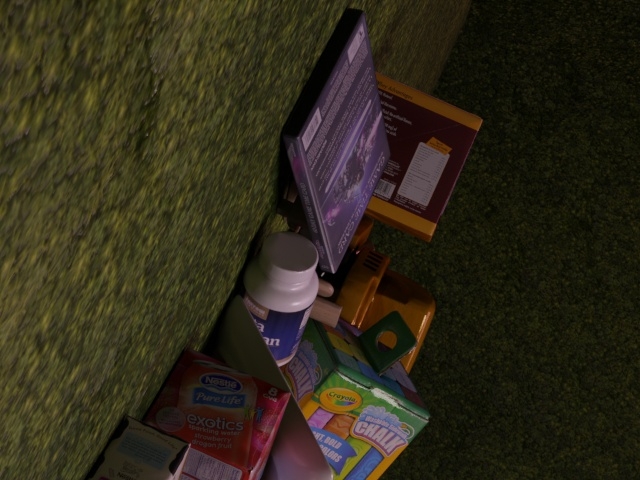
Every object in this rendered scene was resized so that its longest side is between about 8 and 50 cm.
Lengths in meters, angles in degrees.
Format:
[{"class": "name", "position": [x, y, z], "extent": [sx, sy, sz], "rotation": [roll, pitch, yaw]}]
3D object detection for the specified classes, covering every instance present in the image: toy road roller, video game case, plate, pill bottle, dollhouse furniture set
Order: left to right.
[{"class": "plate", "position": [-0.089, 0.255, 1.660], "extent": [0.045, 0.277, 0.278], "rotation": [-12, 142, -27]}, {"class": "pill bottle", "position": [-0.056, 0.071, 1.685], "extent": [0.094, 0.094, 0.169], "rotation": [-62, 173, -47]}, {"class": "dollhouse furniture set", "position": [0.000, 0.000, 1.779], "extent": [0.144, 0.123, 0.151], "rotation": [105, 10, -62]}, {"class": "video game case", "position": [0.025, -0.113, 1.638], "extent": [0.274, 0.026, 0.196], "rotation": [76, 35, -55]}, {"class": "toy road roller", "position": [0.050, 0.095, 2.086], "extent": [0.329, 0.241, 0.202], "rotation": [-50, 163, -74]}]

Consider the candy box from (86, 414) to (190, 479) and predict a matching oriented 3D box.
[{"class": "candy box", "position": [-0.206, 0.298, 1.247], "extent": [0.233, 0.071, 0.159], "rotation": [-62, 173, -48]}]

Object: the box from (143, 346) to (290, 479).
[{"class": "box", "position": [-0.134, 0.257, 1.512], "extent": [0.122, 0.128, 0.256], "rotation": [-62, 173, -45]}]

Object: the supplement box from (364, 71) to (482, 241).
[{"class": "supplement box", "position": [0.120, -0.127, 2.093], "extent": [0.129, 0.191, 0.194], "rotation": [60, 54, -84]}]

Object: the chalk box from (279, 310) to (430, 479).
[{"class": "chalk box", "position": [0.013, 0.214, 1.858], "extent": [0.289, 0.179, 0.180], "rotation": [-52, -150, 13]}]
